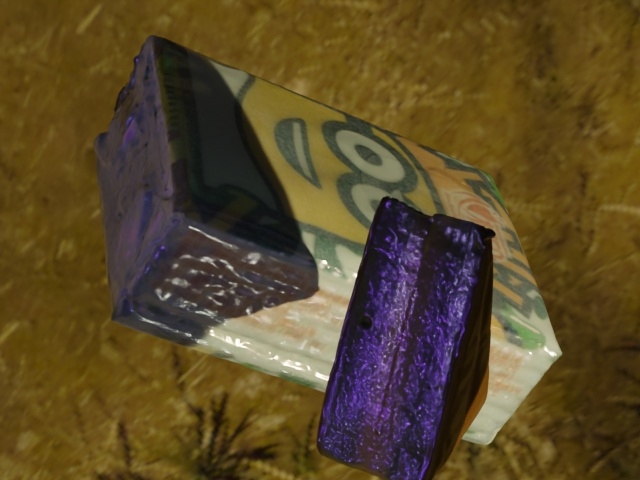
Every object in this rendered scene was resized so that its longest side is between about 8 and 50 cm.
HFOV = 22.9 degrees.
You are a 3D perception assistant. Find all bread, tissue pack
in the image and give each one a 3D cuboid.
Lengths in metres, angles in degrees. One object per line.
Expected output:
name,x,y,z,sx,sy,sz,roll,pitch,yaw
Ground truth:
bread,0.045,0.057,0.854,0.074,0.139,0.084,22,49,22
tissue pack,0.000,0.000,1.136,0.311,0.128,0.228,20,31,-24
